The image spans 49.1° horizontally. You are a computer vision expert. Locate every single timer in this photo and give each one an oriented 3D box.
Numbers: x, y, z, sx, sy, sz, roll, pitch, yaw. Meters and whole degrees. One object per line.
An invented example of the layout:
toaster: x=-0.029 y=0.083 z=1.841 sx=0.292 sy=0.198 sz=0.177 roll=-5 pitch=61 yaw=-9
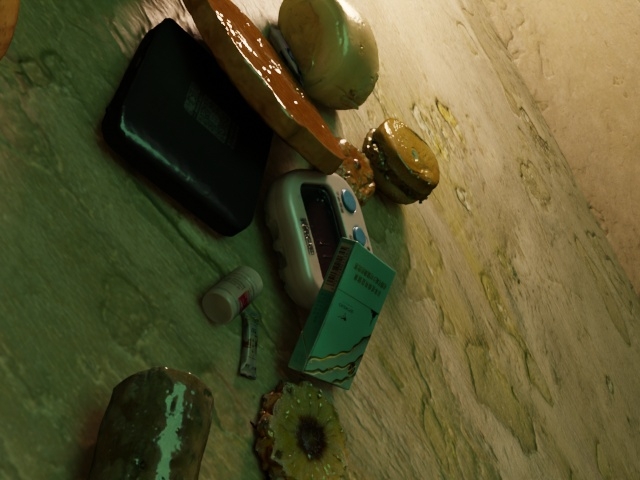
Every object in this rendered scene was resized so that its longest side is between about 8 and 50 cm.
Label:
timer: x=0.001 y=0.000 z=1.281 sx=0.237 sy=0.087 sz=0.262 roll=-2 pitch=75 yaw=-53

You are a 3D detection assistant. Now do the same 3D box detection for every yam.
yam: x=-0.203 y=0.317 z=0.782 sx=0.133 sy=0.133 sz=0.330 roll=33 pitch=50 yaw=-40

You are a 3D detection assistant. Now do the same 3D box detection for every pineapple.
pineapple: x=-0.022 y=0.313 z=1.103 sx=0.221 sy=0.047 sz=0.221 roll=33 pitch=45 yaw=-40

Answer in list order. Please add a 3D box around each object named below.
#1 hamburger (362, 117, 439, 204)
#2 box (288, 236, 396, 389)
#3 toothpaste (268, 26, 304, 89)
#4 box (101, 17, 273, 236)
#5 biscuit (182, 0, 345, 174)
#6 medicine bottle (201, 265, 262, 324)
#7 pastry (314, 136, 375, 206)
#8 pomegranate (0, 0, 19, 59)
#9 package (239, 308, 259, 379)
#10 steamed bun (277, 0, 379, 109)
hamburger: x=0.172 y=-0.180 z=1.601 sx=0.215 sy=0.122 sz=0.189 roll=26 pitch=44 yaw=-39
box: x=0.041 y=0.128 z=1.186 sx=0.162 sy=0.041 sz=0.229 roll=35 pitch=75 yaw=-53
toothpaste: x=-0.070 y=-0.378 z=1.430 sx=0.045 sy=0.028 sz=0.170 roll=72 pitch=-8 yaw=-61
box: x=-0.198 y=-0.183 z=1.134 sx=0.289 sy=0.073 sz=0.290 roll=41 pitch=41 yaw=-34
biscuit: x=-0.102 y=-0.282 z=1.233 sx=0.385 sy=0.062 sz=0.365 roll=58 pitch=13 yaw=20
medicine bottle: x=-0.134 y=0.082 z=1.073 sx=0.058 sy=0.058 sz=0.091 roll=60 pitch=34 yaw=-10
pastry: x=0.050 y=-0.136 z=1.441 sx=0.153 sy=0.081 sz=0.153 roll=18 pitch=67 yaw=-48
pomegranate: x=-0.443 y=-0.258 z=0.640 sx=0.322 sy=0.322 sz=0.322 roll=31 pitch=47 yaw=-41
package: x=-0.111 y=0.161 z=1.098 sx=0.037 sy=0.015 sz=0.110 roll=34 pitch=47 yaw=-46
steamed bun: x=0.035 y=-0.426 z=1.515 sx=0.232 sy=0.166 sz=0.273 roll=11 pitch=62 yaw=-49
